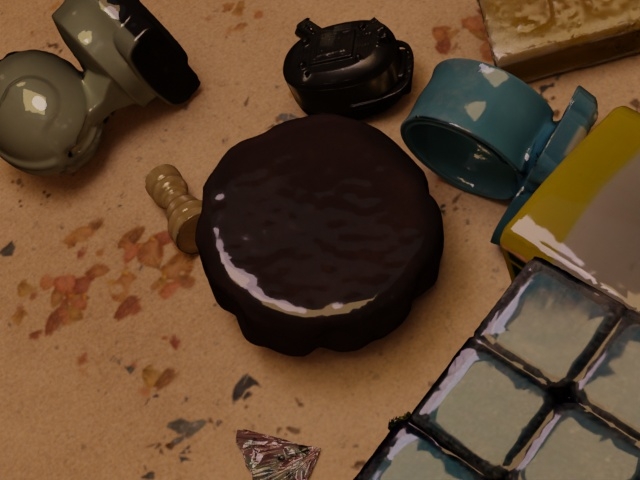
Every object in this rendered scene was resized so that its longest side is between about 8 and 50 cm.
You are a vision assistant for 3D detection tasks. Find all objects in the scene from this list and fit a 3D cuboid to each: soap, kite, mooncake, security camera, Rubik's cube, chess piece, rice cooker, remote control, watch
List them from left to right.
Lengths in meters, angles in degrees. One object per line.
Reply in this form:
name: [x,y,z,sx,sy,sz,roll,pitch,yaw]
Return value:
security camera: [-0.332,-0.209,1.470,0.277,0.197,0.191,-46,65,-2]
chess piece: [-0.180,-0.044,1.387,0.066,0.066,0.122,-37,51,-6]
kite: [-0.068,0.263,1.192,0.157,0.011,0.139,-29,52,-2]
mooncake: [0.000,0.000,1.251,0.283,0.141,0.283,-3,62,6]
remote control: [0.002,-0.277,1.495,0.034,0.016,0.091,-42,57,-15]
rice cooker: [0.035,-0.218,1.396,0.165,0.106,0.112,-12,52,24]
watch: [0.195,-0.121,1.232,0.193,0.211,0.211,28,71,11]
soap: [0.328,-0.301,1.353,0.258,0.080,0.160,-15,68,10]
Rubik's cube: [0.224,0.281,0.873,0.344,0.343,0.337,31,74,28]

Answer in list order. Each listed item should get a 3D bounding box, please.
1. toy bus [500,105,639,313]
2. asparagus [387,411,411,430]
toy bus: [0.399,0.082,1.002,0.209,0.249,0.440,-45,57,-11]
asparagus: [0.104,0.254,1.127,0.036,0.030,0.165,-13,56,-1]
